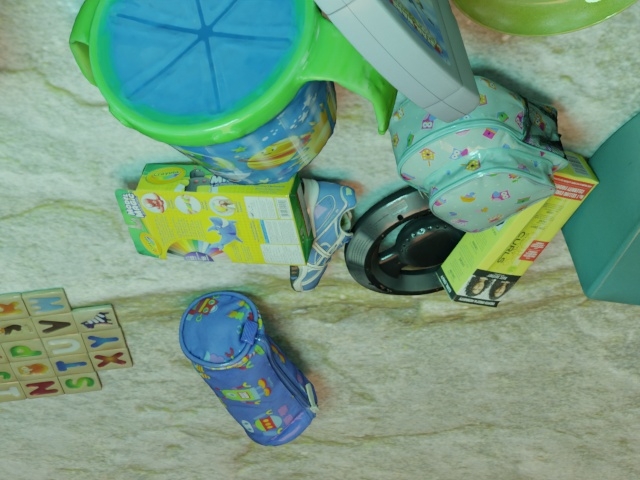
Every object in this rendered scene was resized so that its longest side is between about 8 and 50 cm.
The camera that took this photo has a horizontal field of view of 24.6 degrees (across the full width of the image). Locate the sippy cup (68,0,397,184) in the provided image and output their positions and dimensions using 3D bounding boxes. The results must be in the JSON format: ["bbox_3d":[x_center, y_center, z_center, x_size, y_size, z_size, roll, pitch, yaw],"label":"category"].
[{"bbox_3d":[-0.087,-0.168,1.500,0.240,0.305,0.224,-40,154,-1],"label":"sippy cup"}]

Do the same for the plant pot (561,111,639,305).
[{"bbox_3d":[0.431,-0.055,1.811,0.166,0.165,0.234,8,135,-22],"label":"plant pot"}]

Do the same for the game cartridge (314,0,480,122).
[{"bbox_3d":[0.057,-0.244,1.419,0.062,0.198,0.297,-32,141,19],"label":"game cartridge"}]

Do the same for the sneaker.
[{"bbox_3d":[0.000,0.000,1.876,0.081,0.080,0.211,0,147,-5],"label":"sneaker"}]

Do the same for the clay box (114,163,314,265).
[{"bbox_3d":[-0.128,-0.032,1.779,0.222,0.053,0.127,4,139,15],"label":"clay box"}]

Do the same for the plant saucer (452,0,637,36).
[{"bbox_3d":[0.243,-0.304,1.510,0.241,0.037,0.241,-4,146,-3],"label":"plant saucer"}]

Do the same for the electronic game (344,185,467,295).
[{"bbox_3d":[0.143,-0.002,1.928,0.229,0.048,0.229,-11,143,-8],"label":"electronic game"}]

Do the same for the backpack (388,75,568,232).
[{"bbox_3d":[0.176,-0.103,1.705,0.166,0.144,0.188,-28,139,36],"label":"backpack"}]

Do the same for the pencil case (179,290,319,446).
[{"bbox_3d":[-0.095,0.190,2.103,0.133,0.119,0.306,0,150,20],"label":"pencil case"}]

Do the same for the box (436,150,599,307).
[{"bbox_3d":[0.248,-0.015,1.866,0.087,0.058,0.232,11,128,-36],"label":"box"}]

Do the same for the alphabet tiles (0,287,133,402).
[{"bbox_3d":[-0.450,0.158,2.087,0.343,0.011,0.285,-7,147,-1],"label":"alphabet tiles"}]
